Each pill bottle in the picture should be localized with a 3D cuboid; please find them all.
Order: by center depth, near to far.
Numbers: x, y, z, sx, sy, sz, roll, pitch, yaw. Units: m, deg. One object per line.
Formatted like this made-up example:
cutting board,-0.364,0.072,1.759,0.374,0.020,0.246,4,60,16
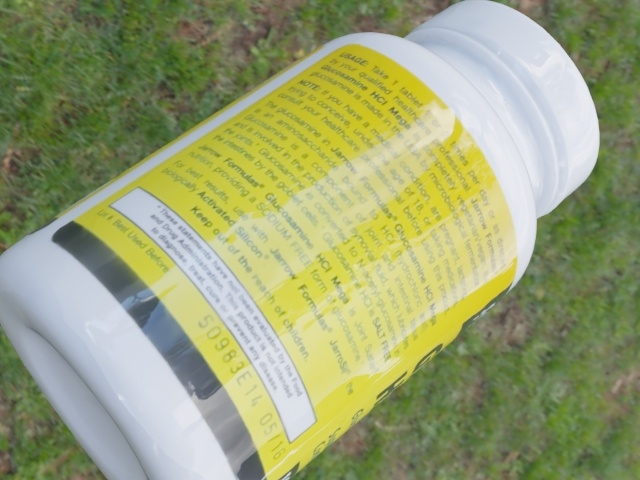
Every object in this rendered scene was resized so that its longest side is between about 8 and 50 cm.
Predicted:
pill bottle,0.000,0.000,0.635,0.334,0.188,0.188,-36,128,-23
